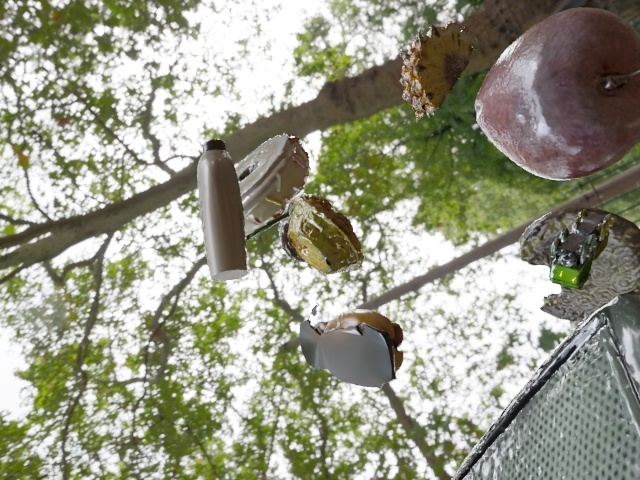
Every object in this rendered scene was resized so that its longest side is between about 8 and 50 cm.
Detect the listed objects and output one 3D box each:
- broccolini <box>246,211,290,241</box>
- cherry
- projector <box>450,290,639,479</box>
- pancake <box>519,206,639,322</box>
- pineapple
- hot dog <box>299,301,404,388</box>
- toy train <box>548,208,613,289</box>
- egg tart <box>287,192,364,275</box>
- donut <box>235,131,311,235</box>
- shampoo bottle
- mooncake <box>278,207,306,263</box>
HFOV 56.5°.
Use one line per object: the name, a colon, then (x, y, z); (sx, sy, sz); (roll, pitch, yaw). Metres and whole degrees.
broccolini: (-0.173, -0.011, 1.528); (0.042, 0.218, 0.044); (62, 174, 3)
cherry: (0.386, -0.226, 0.960); (0.221, 0.307, 0.262); (2, -93, -34)
projector: (0.347, 0.267, 0.513); (0.394, 0.405, 0.242); (13, -140, -5)
pancake: (0.533, 0.057, 1.210); (0.288, 0.286, 0.033); (27, -136, 0)
pineapple: (0.227, -0.374, 1.239); (0.135, 0.079, 0.233); (37, -109, -22)
hot dog: (0.081, 0.212, 1.311); (0.107, 0.326, 0.194); (-25, -67, -33)
toy train: (0.424, 0.011, 0.966); (0.202, 0.060, 0.081); (-29, -53, -47)
egg tart: (-0.002, 0.000, 1.248); (0.090, 0.212, 0.213); (-43, -76, -21)
donut: (-0.182, -0.168, 1.854); (0.142, 0.382, 0.383); (45, -144, -23)
shampoo bottle: (-0.178, -0.060, 1.064); (0.127, 0.078, 0.257); (91, 168, -75)
mooncake: (-0.044, -0.034, 2.179); (0.228, 0.228, 0.124); (41, -162, -28)
